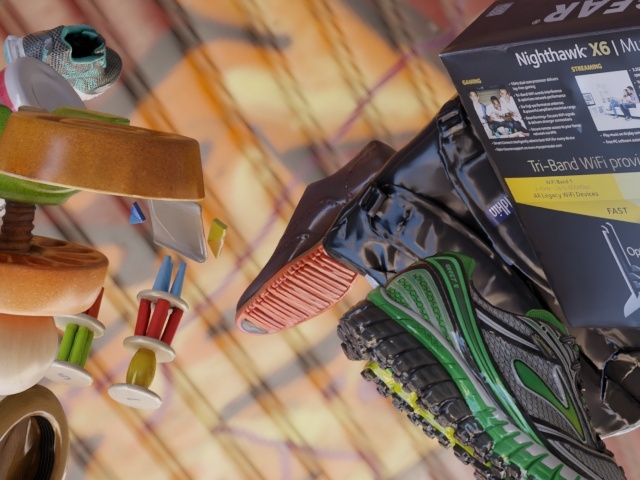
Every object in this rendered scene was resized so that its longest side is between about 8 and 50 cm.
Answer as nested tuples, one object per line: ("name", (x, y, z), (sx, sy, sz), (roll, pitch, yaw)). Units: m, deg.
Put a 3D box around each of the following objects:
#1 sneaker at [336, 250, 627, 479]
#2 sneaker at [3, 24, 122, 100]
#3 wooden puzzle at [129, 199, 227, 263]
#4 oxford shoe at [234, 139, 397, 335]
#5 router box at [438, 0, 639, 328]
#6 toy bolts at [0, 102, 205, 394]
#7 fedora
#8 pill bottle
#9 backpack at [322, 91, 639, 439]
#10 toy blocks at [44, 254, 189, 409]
("sneaker", (0.180, 0.137, 1.326), (0.343, 0.146, 0.134), (44, 164, 13))
("sneaker", (-0.237, -0.181, 1.617), (0.166, 0.076, 0.065), (-7, -102, -64))
("wooden puzzle", (-0.138, -0.017, 1.595), (0.116, 0.014, 0.078), (28, 138, 20))
("oxford shoe", (0.000, 0.000, 1.848), (0.097, 0.271, 0.098), (37, -166, -48))
("router box", (0.257, -0.055, 1.072), (0.309, 0.081, 0.243), (-1, 126, 47))
("toy bolts", (-0.184, 0.011, 0.787), (0.229, 0.158, 0.218), (5, -173, -35))
("fedora", (-0.329, 0.228, 1.612), (0.079, 0.194, 0.194), (17, 156, 26))
("pill bottle", (-0.306, -0.077, 1.490), (0.108, 0.180, 0.108), (47, -159, -25))
("backpack", (0.233, 0.030, 1.649), (0.355, 0.290, 0.273), (46, -165, 15))
("toy blocks", (-0.191, 0.073, 1.548), (0.123, 0.148, 0.054), (21, 154, -14))
